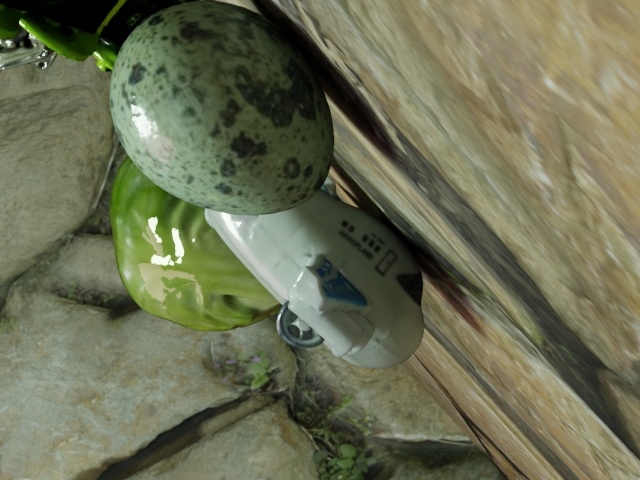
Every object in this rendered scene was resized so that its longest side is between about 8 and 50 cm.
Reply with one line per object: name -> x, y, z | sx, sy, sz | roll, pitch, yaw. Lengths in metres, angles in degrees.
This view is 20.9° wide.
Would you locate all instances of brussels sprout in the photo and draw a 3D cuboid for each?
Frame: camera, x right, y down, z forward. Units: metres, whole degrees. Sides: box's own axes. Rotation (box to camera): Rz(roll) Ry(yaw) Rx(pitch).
brussels sprout -> -0.102, -0.016, 1.795 | 0.244, 0.244, 0.244 | 48, 177, 4

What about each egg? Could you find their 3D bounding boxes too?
egg -> -0.062, -0.084, 1.157 | 0.172, 0.132, 0.132 | 39, -178, -33

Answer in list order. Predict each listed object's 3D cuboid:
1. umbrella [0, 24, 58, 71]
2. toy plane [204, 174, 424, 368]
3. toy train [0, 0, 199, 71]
umbrella -> -0.250, -0.258, 1.562 | 0.113, 0.106, 0.358 | 57, -168, -22
toy plane -> -0.004, 0.004, 1.526 | 0.267, 0.122, 0.267 | 47, -164, -18
toy train -> -0.209, -0.209, 1.299 | 0.160, 0.100, 0.296 | 42, -167, 23
